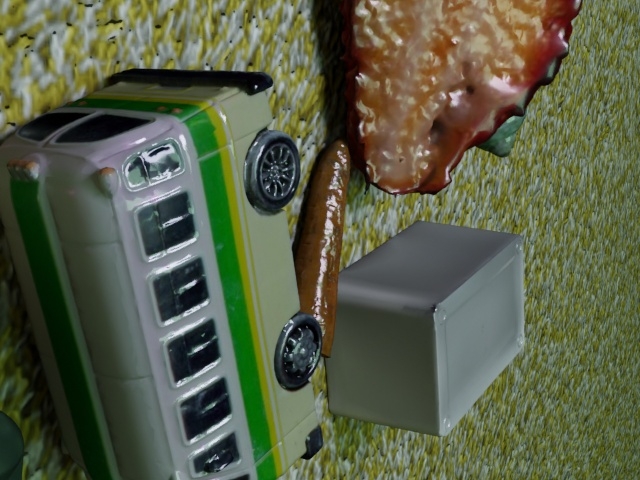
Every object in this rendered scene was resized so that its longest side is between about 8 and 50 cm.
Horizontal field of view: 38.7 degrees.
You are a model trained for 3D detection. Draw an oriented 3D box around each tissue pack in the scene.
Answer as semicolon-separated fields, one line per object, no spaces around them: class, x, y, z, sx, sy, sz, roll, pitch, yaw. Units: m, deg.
tissue pack;0.125;0.091;1.031;0.246;0.136;0.159;-30;121;-53

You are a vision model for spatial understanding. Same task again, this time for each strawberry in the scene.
strawberry;0.131;-0.205;0.956;0.253;0.150;0.280;-9;114;-15

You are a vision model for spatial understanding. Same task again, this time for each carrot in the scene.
carrot;0.000;0.000;0.896;0.057;0.057;0.224;24;73;-57

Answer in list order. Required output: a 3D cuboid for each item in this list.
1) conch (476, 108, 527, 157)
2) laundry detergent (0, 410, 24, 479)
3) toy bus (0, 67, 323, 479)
conch;0.200;-0.200;1.110;0.176;0.122;0.188;62;44;-78
laundry detergent;-0.232;0.167;0.528;0.144;0.078;0.222;-4;100;-55
toy bus;-0.108;0.048;0.642;0.179;0.143;0.305;-35;126;-47
